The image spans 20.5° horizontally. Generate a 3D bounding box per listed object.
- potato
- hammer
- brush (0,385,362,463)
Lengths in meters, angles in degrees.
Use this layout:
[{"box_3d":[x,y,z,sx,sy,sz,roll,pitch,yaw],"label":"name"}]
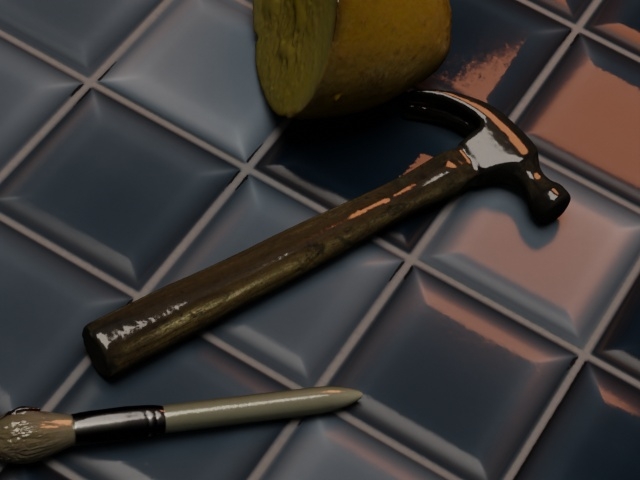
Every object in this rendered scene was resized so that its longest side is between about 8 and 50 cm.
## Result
[{"box_3d":[0.041,-0.194,1.571,0.158,0.178,0.203,8,27,-21],"label":"potato"},{"box_3d":[0.000,0.000,1.484,0.440,0.044,0.168,-28,64,-26],"label":"hammer"},{"box_3d":[-0.111,0.134,1.375,0.299,0.039,0.042,-7,55,-15],"label":"brush"}]
